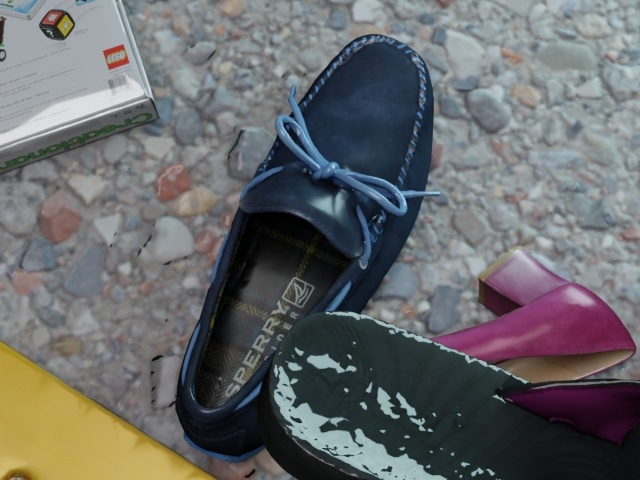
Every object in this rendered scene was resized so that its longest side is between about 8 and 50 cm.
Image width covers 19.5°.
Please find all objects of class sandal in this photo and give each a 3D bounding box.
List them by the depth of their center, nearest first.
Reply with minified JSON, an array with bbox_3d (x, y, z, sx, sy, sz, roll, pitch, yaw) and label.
[{"bbox_3d":[0.179,0.154,1.227,0.446,0.107,0.167,18,49,-9],"label":"sandal"}]

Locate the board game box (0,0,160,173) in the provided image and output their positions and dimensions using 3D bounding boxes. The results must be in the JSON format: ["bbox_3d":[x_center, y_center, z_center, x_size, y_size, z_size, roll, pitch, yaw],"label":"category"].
[{"bbox_3d":[-0.299,-0.138,1.454,0.305,0.053,0.193,-19,74,0],"label":"board game box"}]

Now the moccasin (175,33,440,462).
[{"bbox_3d":[0.000,0.000,1.351,0.138,0.117,0.342,17,76,10],"label":"moccasin"}]

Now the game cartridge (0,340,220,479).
[{"bbox_3d":[-0.256,0.248,1.342,0.285,0.052,0.323,31,81,13],"label":"game cartridge"}]

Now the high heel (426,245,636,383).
[{"bbox_3d":[0.109,0.116,1.327,0.244,0.082,0.117,-40,63,-20],"label":"high heel"}]
